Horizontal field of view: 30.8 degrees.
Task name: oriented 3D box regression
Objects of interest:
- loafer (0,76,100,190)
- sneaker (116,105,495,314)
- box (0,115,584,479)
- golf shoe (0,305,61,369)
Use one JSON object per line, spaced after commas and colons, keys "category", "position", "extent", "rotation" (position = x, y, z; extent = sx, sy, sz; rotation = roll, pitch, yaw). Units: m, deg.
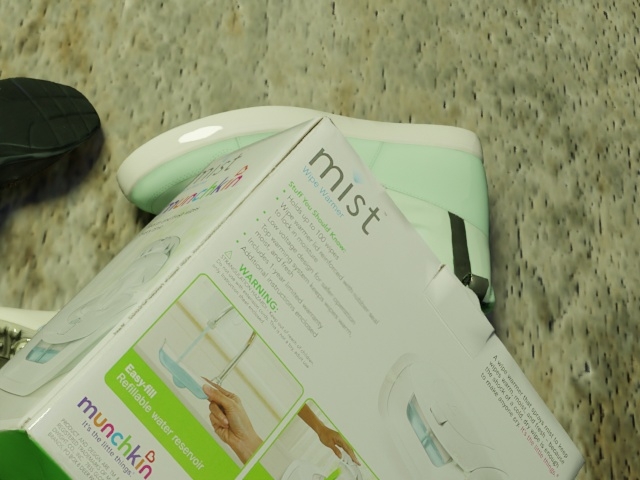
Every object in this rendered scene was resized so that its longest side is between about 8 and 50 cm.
{"category": "loafer", "position": [-0.212, -0.058, 0.731], "extent": [0.170, 0.061, 0.062], "rotation": [-26, 77, -50]}
{"category": "sneaker", "position": [0.001, 0.000, 0.754], "extent": [0.256, 0.094, 0.151], "rotation": [-1, 67, -18]}
{"category": "box", "position": [-0.015, 0.109, 0.618], "extent": [0.262, 0.127, 0.231], "rotation": [51, 57, -17]}
{"category": "golf shoe", "position": [-0.135, 0.065, 0.701], "extent": [0.176, 0.069, 0.086], "rotation": [19, 42, -15]}
